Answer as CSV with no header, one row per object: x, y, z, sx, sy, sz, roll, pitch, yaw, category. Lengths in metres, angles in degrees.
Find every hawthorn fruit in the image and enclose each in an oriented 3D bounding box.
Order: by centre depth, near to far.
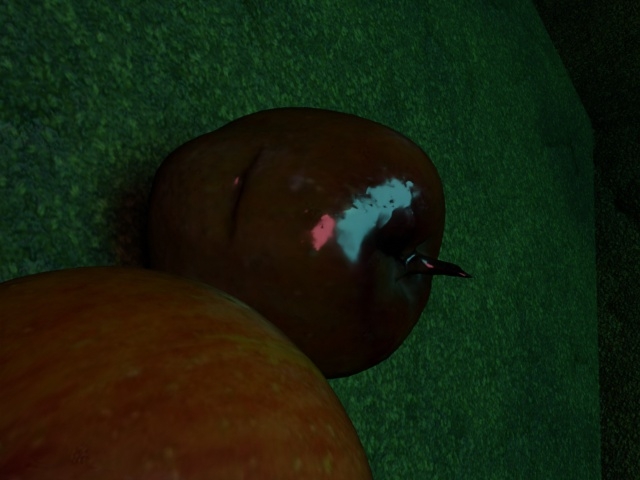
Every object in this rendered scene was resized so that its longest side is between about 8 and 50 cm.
0.000,0.000,0.795,0.267,0.300,0.268,4,90,-68,hawthorn fruit

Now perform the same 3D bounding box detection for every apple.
-0.139,0.181,0.480,0.339,0.339,0.340,29,54,-50,apple
